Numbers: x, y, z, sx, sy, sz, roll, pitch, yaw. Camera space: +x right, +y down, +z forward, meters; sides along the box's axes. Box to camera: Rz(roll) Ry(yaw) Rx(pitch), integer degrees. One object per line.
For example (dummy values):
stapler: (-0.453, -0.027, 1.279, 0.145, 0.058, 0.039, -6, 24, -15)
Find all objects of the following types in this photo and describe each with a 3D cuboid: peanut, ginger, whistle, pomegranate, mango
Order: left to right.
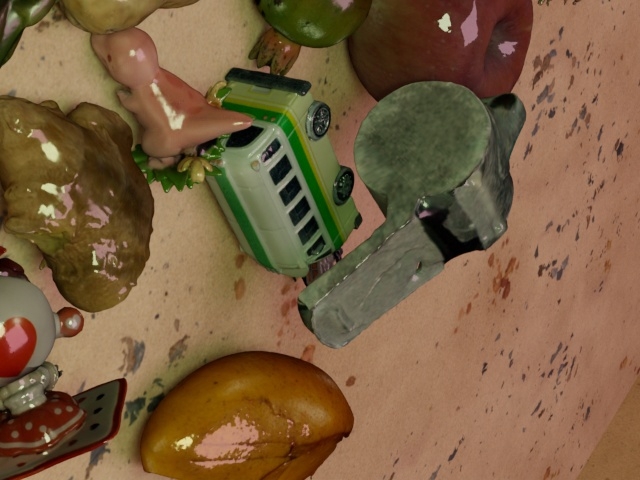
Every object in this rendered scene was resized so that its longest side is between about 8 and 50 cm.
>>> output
ginger: (-0.268, -0.071, 1.269, 0.219, 0.123, 0.270, -71, 147, -42)
peanut: (-0.182, -0.300, 1.318, 0.263, 0.101, 0.117, -32, 147, -48)
mango: (-0.111, 0.256, 1.639, 0.350, 0.201, 0.199, 3, 65, -50)
pomegranate: (-0.023, -0.305, 1.545, 0.159, 0.159, 0.205, -11, 138, -56)
whistle: (0.130, -0.031, 1.607, 0.405, 0.188, 0.168, -66, 151, -19)

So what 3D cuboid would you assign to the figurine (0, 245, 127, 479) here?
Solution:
figurine: (-0.333, 0.113, 1.241, 0.160, 0.183, 0.226, -104, 171, -71)

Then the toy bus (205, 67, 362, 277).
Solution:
toy bus: (-0.058, -0.077, 1.594, 0.165, 0.133, 0.276, -56, 144, -28)

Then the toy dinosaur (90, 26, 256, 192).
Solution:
toy dinosaur: (-0.161, -0.164, 1.374, 0.152, 0.194, 0.177, -46, 162, -25)

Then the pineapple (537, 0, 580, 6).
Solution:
pineapple: (0.288, -0.479, 1.920, 0.271, 0.262, 0.263, -19, 122, -28)

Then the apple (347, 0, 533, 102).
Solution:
apple: (0.166, -0.309, 1.745, 0.305, 0.235, 0.306, -34, 134, -44)

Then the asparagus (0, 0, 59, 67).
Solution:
asparagus: (-0.285, -0.255, 1.184, 0.287, 0.080, 0.080, -55, 147, -3)

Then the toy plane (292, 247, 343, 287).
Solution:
toy plane: (-0.001, -0.001, 1.778, 0.053, 0.078, 0.197, -7, 96, -54)
